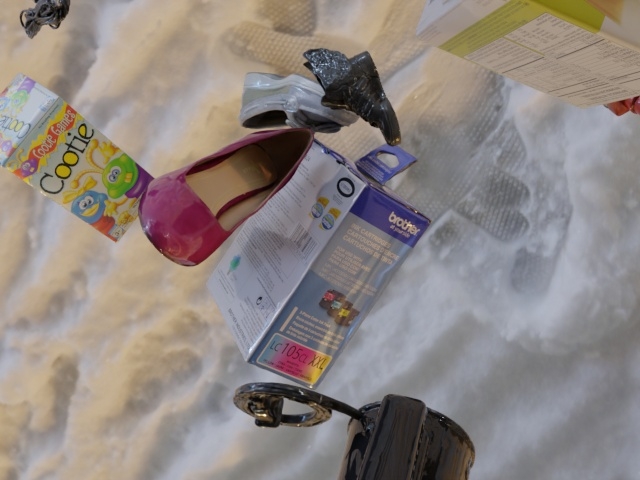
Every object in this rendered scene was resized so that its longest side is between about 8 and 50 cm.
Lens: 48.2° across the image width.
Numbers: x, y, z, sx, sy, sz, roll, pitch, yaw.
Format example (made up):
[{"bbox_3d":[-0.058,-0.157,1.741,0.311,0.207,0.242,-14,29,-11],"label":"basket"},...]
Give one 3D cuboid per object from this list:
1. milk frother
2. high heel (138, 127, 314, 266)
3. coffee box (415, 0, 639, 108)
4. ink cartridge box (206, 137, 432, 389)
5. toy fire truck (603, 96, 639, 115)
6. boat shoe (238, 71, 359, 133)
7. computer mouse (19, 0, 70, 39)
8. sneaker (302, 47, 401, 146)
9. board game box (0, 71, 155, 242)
[{"bbox_3d":[0.005,0.157,0.415,0.143,0.135,0.129,-6,126,26],"label":"milk frother"},{"bbox_3d":[-0.117,-0.086,0.979,0.181,0.377,0.127,-33,103,16],"label":"high heel"},{"bbox_3d":[0.382,-0.420,1.033,0.334,0.338,0.337,20,91,-8],"label":"coffee box"},{"bbox_3d":[0.000,0.000,1.178,0.151,0.270,0.395,26,102,-32],"label":"ink cartridge box"},{"bbox_3d":[0.653,-0.298,1.304,0.217,0.246,0.158,-30,137,3],"label":"toy fire truck"},{"bbox_3d":[-0.042,-0.226,1.239,0.320,0.118,0.103,22,96,49],"label":"boat shoe"},{"bbox_3d":[-0.506,-0.522,1.316,0.188,0.072,0.272,1,80,49],"label":"computer mouse"},{"bbox_3d":[0.041,-0.190,0.955,0.089,0.051,0.170,-20,74,2],"label":"sneaker"},{"bbox_3d":[-0.436,-0.138,1.248,0.144,0.275,0.142,31,81,35],"label":"board game box"}]
